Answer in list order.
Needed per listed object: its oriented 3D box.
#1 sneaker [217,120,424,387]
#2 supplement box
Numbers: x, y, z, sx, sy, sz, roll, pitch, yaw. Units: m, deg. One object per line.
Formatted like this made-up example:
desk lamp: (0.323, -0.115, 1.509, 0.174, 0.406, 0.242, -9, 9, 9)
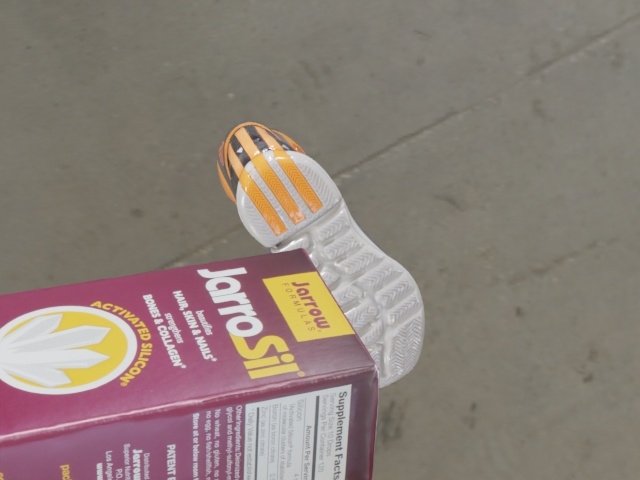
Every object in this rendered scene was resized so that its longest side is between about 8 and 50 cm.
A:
sneaker: (0.000, 0.000, 1.453, 0.125, 0.180, 0.321, -29, 121, -1)
supplement box: (-0.079, 0.074, 0.620, 0.188, 0.104, 0.080, -9, 124, -18)
